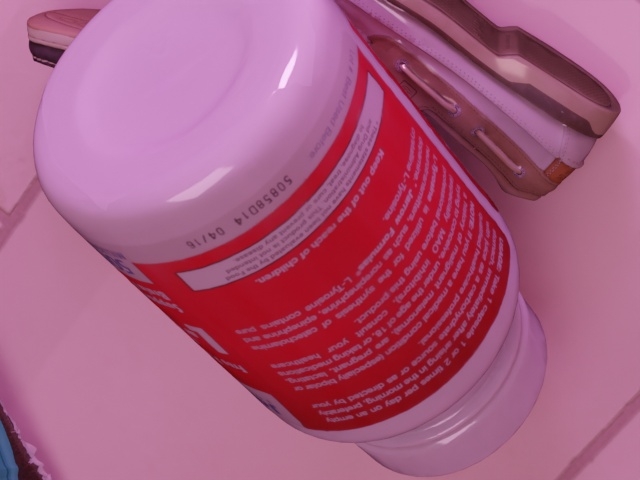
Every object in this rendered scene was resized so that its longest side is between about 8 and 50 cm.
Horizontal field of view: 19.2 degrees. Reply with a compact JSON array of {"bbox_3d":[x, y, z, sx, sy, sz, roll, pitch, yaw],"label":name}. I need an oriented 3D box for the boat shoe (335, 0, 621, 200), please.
[{"bbox_3d":[0.070,-0.139,1.405,0.302,0.113,0.103,34,112,1],"label":"boat shoe"}]

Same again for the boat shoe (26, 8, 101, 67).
[{"bbox_3d":[-0.098,-0.112,1.478,0.285,0.103,0.092,14,112,5],"label":"boat shoe"}]

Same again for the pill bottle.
[{"bbox_3d":[0.000,0.000,1.346,0.229,0.229,0.407,-19,137,24],"label":"pill bottle"}]

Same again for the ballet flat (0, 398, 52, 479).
[{"bbox_3d":[-0.303,0.250,1.699,0.147,0.147,0.409,-17,103,23],"label":"ballet flat"}]
